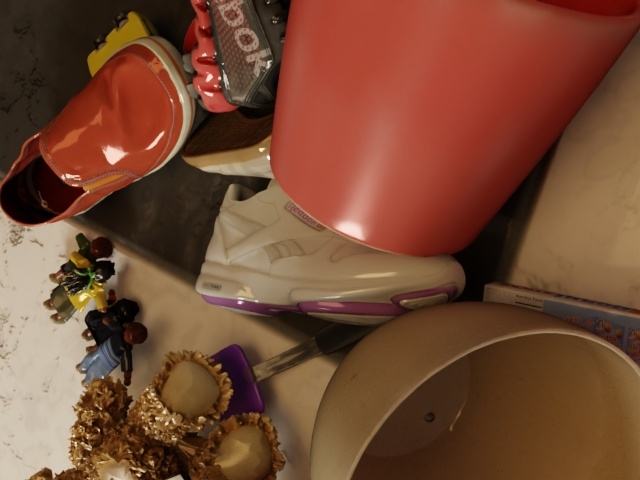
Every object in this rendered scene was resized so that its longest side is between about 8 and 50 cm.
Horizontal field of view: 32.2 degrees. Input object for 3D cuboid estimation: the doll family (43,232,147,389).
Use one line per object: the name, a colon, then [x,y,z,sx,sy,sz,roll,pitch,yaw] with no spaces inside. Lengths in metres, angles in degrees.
doll family: [-0.251,0.079,1.263,0.111,0.076,0.193,-37,78,27]

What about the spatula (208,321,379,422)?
spatula: [-0.022,0.114,1.126,0.296,0.030,0.084,-30,78,33]

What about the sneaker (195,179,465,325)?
sneaker: [0.000,0.000,1.036,0.305,0.114,0.152,3,80,41]

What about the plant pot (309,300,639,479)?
plant pot: [0.105,0.165,0.915,0.191,0.284,0.284,42,121,60]

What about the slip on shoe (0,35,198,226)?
slip on shoe: [-0.242,-0.103,1.185,0.331,0.101,0.123,-31,96,42]

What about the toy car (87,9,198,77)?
toy car: [-0.150,-0.265,1.159,0.239,0.053,0.225,6,104,34]

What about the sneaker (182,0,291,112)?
sneaker: [-0.061,-0.227,0.979,0.135,0.097,0.276,12,136,19]

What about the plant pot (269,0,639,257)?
plant pot: [0.087,-0.137,0.902,0.275,0.275,0.243,39,123,26]

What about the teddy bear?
teddy bear: [-0.181,0.254,1.199,0.245,0.113,0.338,31,117,2]

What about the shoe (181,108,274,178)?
shoe: [-0.075,-0.088,1.097,0.076,0.058,0.219,-52,26,-13]

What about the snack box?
snack box: [0.222,0.083,0.957,0.178,0.022,0.064,11,101,34]

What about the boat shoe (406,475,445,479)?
boat shoe: [0.117,0.314,0.994,0.324,0.116,0.123,48,119,22]
